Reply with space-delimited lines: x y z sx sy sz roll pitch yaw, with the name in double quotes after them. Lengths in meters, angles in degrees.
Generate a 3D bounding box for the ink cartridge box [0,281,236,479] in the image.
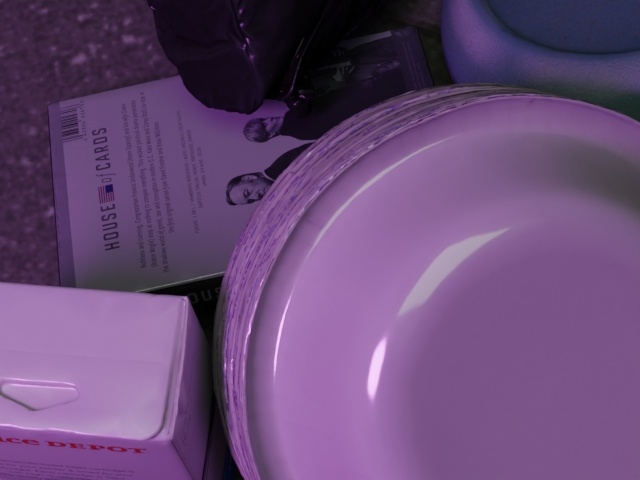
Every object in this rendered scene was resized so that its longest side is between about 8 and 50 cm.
-0.126 0.093 1.006 0.139 0.191 0.082 5 67 7 "ink cartridge box"

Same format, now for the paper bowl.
0.095 0.065 0.950 0.284 0.148 0.284 -2 99 -14 "paper bowl"

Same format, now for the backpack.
-0.025 -0.177 1.130 0.115 0.152 0.182 14 41 33 "backpack"

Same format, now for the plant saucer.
0.209 -0.185 1.098 0.317 0.044 0.318 -19 44 19 "plant saucer"

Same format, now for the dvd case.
-0.041 -0.041 1.116 0.238 0.030 0.179 -12 46 1 "dvd case"
